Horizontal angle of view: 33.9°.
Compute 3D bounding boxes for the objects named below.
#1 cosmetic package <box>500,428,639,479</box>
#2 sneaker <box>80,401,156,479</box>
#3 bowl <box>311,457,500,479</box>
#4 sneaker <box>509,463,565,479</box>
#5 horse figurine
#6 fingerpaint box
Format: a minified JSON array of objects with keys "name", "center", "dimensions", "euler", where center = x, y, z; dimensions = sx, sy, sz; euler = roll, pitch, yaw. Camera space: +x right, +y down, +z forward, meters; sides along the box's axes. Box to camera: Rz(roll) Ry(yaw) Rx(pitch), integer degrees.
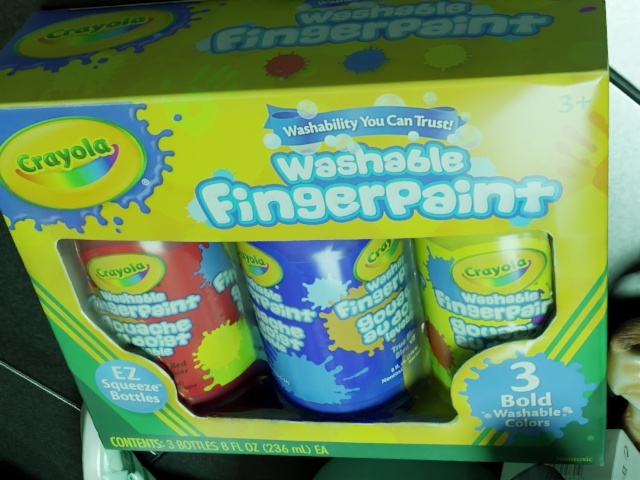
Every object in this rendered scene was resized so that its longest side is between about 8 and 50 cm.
[{"name":"cosmetic package","center":[0.274,0.273,1.012],"dimensions":[0.117,0.085,0.231],"euler":[-10,135,38]},{"name":"sneaker","center":[-0.180,0.273,1.164],"dimensions":[0.151,0.094,0.255],"euler":[-11,113,-9]},{"name":"bowl","center":[0.089,0.322,1.078],"dimensions":[0.312,0.163,0.311],"euler":[7,130,8]},{"name":"sneaker","center":[0.157,0.392,0.879],"dimensions":[0.258,0.169,0.447],"euler":[-24,124,0]},{"name":"horse figurine","center":[0.318,0.129,0.919],"dimensions":[0.175,0.066,0.263],"euler":[-4,140,32]},{"name":"fingerpaint box","center":[0.000,0.000,0.836],"dimensions":[0.445,0.163,0.371],"euler":[-1,129,13]}]
